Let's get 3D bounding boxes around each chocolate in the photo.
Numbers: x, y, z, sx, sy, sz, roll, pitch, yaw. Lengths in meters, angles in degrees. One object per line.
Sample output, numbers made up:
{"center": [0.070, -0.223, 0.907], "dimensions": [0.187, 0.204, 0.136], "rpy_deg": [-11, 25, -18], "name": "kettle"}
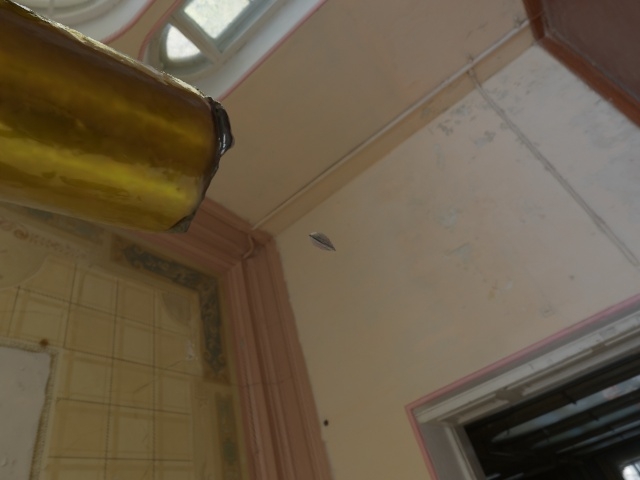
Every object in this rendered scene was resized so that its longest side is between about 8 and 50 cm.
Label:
{"center": [-0.273, -0.122, 0.263], "dimensions": [0.445, 0.162, 0.162], "rpy_deg": [16, -137, -51], "name": "chocolate"}

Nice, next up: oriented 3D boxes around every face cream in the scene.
{"center": [0.000, 0.000, 0.542], "dimensions": [0.038, 0.020, 0.115], "rpy_deg": [31, 180, -4], "name": "face cream"}
